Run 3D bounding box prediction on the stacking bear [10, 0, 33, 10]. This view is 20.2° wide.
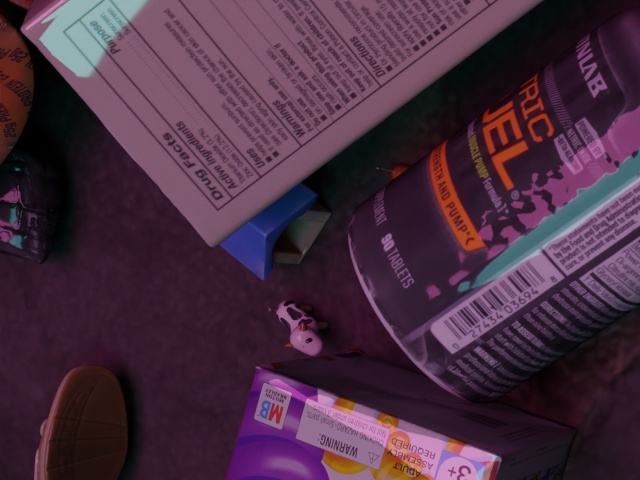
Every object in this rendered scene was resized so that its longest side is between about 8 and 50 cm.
[{"bbox_3d":[-0.180,-0.271,1.095,0.175,0.164,0.289,-52,55,9],"label":"stacking bear"}]

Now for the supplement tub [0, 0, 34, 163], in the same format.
[{"bbox_3d":[-0.319,-0.158,1.114,0.316,0.193,0.193,45,108,35],"label":"supplement tub"}]

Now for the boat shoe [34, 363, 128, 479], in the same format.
[{"bbox_3d":[-0.155,0.151,1.122,0.048,0.056,0.153,9,98,59],"label":"boat shoe"}]

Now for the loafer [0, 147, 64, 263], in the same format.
[{"bbox_3d":[-0.269,-0.015,1.174,0.223,0.076,0.078,-2,79,25],"label":"loafer"}]

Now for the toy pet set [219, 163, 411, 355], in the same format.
[{"bbox_3d":[0.000,0.000,1.034,0.114,0.065,0.122,39,105,24],"label":"toy pet set"}]

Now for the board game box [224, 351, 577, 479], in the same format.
[{"bbox_3d":[0.017,0.214,0.965,0.142,0.144,0.275,18,96,23],"label":"board game box"}]

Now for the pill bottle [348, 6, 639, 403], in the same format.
[{"bbox_3d":[0.144,-0.031,0.921,0.246,0.130,0.130,-37,71,22],"label":"pill bottle"}]

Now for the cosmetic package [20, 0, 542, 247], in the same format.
[{"bbox_3d":[0.015,-0.158,0.941,0.309,0.113,0.160,-35,109,12],"label":"cosmetic package"}]
